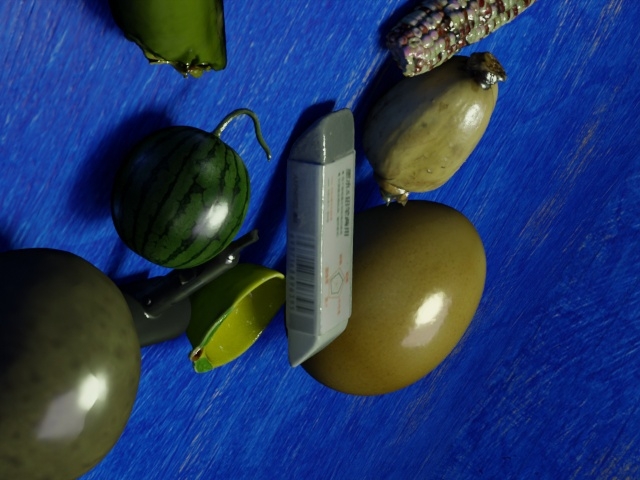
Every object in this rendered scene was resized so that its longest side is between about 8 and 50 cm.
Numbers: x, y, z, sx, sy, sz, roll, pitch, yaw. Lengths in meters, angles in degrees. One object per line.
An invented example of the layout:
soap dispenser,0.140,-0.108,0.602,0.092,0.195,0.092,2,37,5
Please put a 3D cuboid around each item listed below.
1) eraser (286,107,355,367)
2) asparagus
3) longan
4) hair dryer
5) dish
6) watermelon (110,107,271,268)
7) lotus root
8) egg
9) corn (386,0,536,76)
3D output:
eraser,0.000,0.000,1.673,0.089,0.061,0.352,-27,124,-54
asparagus,-0.131,-0.230,1.076,0.108,0.128,0.382,-10,151,-6
longan,-0.283,0.125,1.224,0.246,0.215,0.246,-26,120,-57
hair dryer,-0.172,0.050,1.407,0.248,0.078,0.195,-35,170,30
dish,-0.125,0.087,1.668,0.207,0.080,0.149,-30,150,-48
watermelon,-0.133,-0.061,1.327,0.187,0.140,0.141,-59,160,-5
lotus root,0.142,-0.157,1.724,0.257,0.140,0.154,-49,-164,33
egg,0.095,0.079,1.862,0.322,0.250,0.250,-41,162,11
corn,0.191,-0.301,1.682,0.280,0.092,0.092,-37,156,-27
